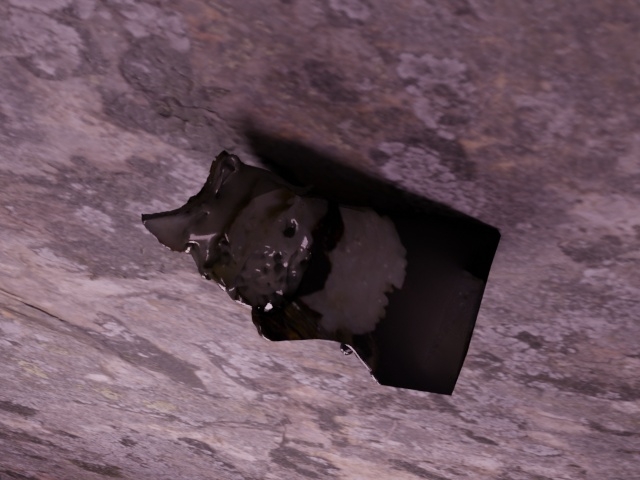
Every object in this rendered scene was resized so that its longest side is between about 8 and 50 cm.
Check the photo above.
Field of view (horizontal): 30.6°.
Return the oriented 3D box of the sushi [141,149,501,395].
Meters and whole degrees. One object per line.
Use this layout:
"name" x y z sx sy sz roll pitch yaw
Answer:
"sushi" -0.015 0.014 0.862 0.273 0.134 0.109 15 -171 -23
